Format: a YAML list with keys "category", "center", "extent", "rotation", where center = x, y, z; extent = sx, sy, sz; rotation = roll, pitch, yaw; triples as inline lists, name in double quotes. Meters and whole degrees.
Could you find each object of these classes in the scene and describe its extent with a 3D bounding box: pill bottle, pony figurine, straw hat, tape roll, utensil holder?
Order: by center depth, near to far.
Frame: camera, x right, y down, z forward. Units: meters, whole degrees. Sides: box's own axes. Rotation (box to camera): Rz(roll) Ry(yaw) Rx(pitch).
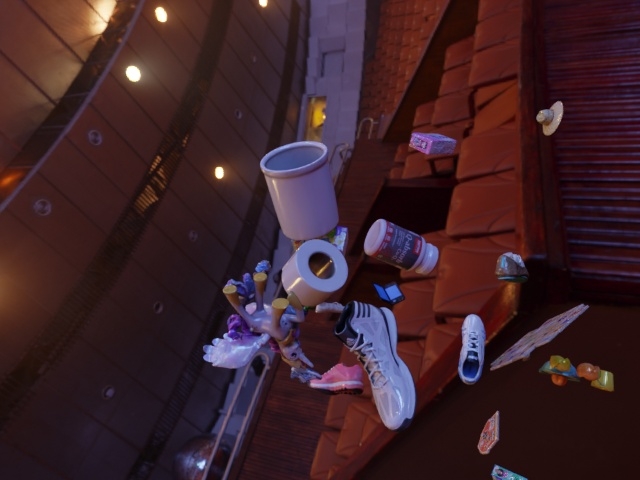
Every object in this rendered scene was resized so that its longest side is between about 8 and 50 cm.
- category: "pony figurine"
  center: [-0.196, 0.275, 1.403]
  extent: [0.303, 0.350, 0.364]
  rotation: [-56, -32, -42]
- category: "straw hat"
  center: [0.913, -0.500, 1.727]
  extent: [0.144, 0.061, 0.145]
  rotation: [-167, 90, -89]
- category: "tape roll"
  center: [-0.026, 0.141, 1.841]
  extent: [0.169, 0.246, 0.246]
  rotation: [-49, 16, 51]
- category: "utensil holder"
  center: [-0.091, -0.241, 2.094]
  extent: [0.328, 0.327, 0.386]
  rotation: [-60, -34, -49]
- category: "pill bottle"
  center: [0.438, 0.042, 2.314]
  extent: [0.210, 0.362, 0.210]
  rotation: [-158, 90, -77]

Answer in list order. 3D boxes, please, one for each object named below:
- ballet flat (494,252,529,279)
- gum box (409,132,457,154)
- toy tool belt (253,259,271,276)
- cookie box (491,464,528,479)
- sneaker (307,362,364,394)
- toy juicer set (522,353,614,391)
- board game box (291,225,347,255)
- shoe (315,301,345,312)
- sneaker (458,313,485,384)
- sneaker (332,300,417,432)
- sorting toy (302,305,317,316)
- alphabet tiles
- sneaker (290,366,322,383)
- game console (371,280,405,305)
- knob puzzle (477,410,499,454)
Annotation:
- category: "ballet flat"
  center: [0.836, 0.117, 1.868]
  extent: [0.342, 0.116, 0.124]
  rotation: [13, -105, -52]
- category: "gum box"
  center: [0.474, -0.410, 1.805]
  extent: [0.188, 0.107, 0.062]
  rotation: [-11, -56, -40]
- category: "toy tool belt"
  center: [-0.233, 0.112, 1.677]
  extent: [0.083, 0.052, 0.051]
  rotation: [-40, -8, -10]
- category: "cookie box"
  center: [0.638, 0.808, 1.423]
  extent: [0.040, 0.107, 0.092]
  rotation: [-49, -55, -31]
- category: "sneaker"
  center: [0.077, 0.648, 2.009]
  extent: [0.116, 0.313, 0.136]
  rotation: [41, -132, -39]
- category: "toy juicer set"
  center: [0.857, 0.475, 1.553]
  extent: [0.209, 0.328, 0.090]
  rotation: [29, -107, -37]
- category: "board game box"
  center: [0.000, 0.000, 2.282]
  extent: [0.142, 0.275, 0.145]
  rotation: [78, -157, -64]
- category: "shoe"
  center: [0.069, 0.341, 2.180]
  extent: [0.218, 0.076, 0.059]
  rotation: [8, -102, -38]
- category: "sneaker"
  center: [0.524, 0.372, 1.464]
  extent: [0.086, 0.085, 0.238]
  rotation: [61, -143, -76]
- category: "sneaker"
  center: [0.153, 0.404, 1.434]
  extent: [0.257, 0.169, 0.448]
  rotation: [22, -139, -31]
- category: "sorting toy"
  center: [-0.032, 0.347, 2.739]
  extent: [0.126, 0.127, 0.366]
  rotation: [-47, 3, 41]
- category: "alphabet tiles"
  center: [0.712, 0.317, 1.401]
  extent: [0.342, 0.011, 0.285]
  rotation: [-25, -20, -27]
- category: "sneaker"
  center: [-0.058, 0.534, 1.680]
  extent: [0.052, 0.135, 0.058]
  rotation: [-7, 63, 71]
- category: "game console"
  center: [0.301, 0.222, 1.894]
  extent: [0.122, 0.107, 0.071]
  rotation: [-114, -1, -50]
- category: "knob puzzle"
  center: [0.788, 0.925, 2.027]
  extent: [0.213, 0.029, 0.213]
  rotation: [-62, -10, -20]
